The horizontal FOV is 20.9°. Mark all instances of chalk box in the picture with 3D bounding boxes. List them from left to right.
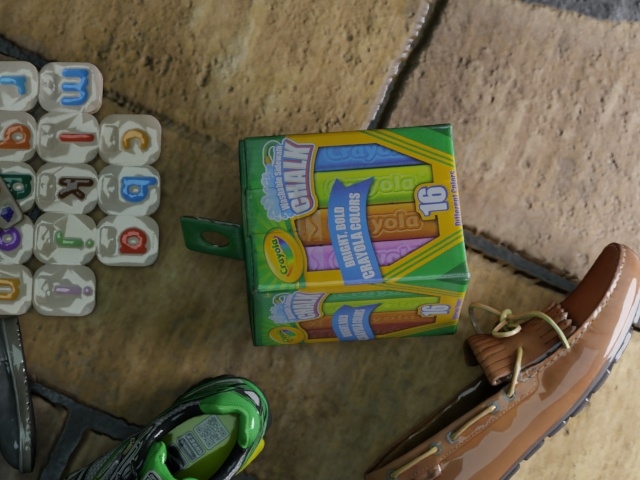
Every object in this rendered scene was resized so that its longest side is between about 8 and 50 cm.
[{"bbox_3d":[0.000,0.000,1.832,0.289,0.180,0.179,-5,68,-1],"label":"chalk box"}]

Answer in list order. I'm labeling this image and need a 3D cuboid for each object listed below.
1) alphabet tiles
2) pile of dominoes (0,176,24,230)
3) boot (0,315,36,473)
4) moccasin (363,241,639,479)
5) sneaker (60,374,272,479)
[{"bbox_3d":[-0.315,-0.058,1.927,0.278,0.021,0.284,0,84,2],"label":"alphabet tiles"},{"bbox_3d":[-0.470,-0.082,1.904,0.196,0.040,0.251,-31,82,1],"label":"pile of dominoes"},{"bbox_3d":[-0.417,0.176,1.873,0.208,0.076,0.190,-10,70,-9],"label":"boot"},{"bbox_3d":[0.200,0.145,1.867,0.147,0.139,0.380,43,94,-5],"label":"moccasin"},{"bbox_3d":[-0.199,0.265,1.832,0.343,0.146,0.134,-44,86,-4],"label":"sneaker"}]
